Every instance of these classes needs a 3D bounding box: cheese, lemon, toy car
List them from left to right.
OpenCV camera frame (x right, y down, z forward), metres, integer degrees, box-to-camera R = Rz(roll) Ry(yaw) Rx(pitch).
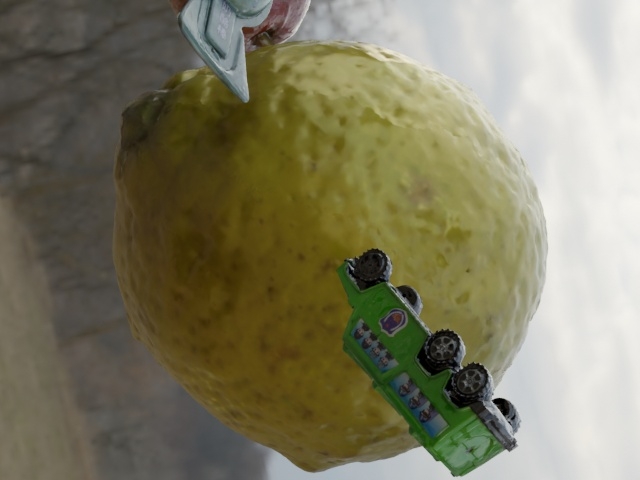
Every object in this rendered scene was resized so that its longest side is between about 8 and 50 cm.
[{"bbox_3d":[-0.045,-0.127,0.847,0.067,0.026,0.120,47,38,-37],"label":"cheese"},{"bbox_3d":[0.000,0.000,1.387,0.387,0.350,0.350,37,16,-28],"label":"lemon"},{"bbox_3d":[0.061,0.077,1.102,0.165,0.062,0.071,50,0,37],"label":"toy car"}]

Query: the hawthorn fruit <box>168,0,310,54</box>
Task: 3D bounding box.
[{"bbox_3d":[-0.073,-0.240,1.667,0.162,0.162,0.203,103,-22,-78],"label":"hawthorn fruit"}]
